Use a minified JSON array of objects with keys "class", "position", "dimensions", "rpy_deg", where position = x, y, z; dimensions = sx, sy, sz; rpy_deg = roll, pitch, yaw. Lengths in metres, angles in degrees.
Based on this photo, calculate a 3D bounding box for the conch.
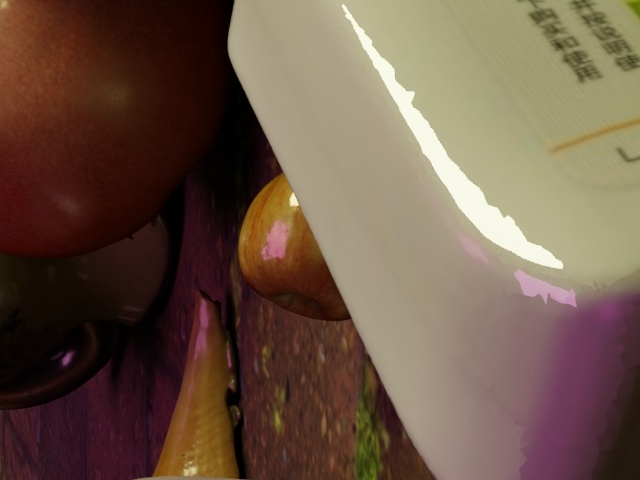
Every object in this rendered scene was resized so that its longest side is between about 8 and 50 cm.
[{"class":"conch","position":[-0.100,0.199,1.189],"dimensions":[0.109,0.093,0.330],"rpy_deg":[-169,79,-78]}]

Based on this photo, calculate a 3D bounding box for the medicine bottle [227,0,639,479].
[{"class":"medicine bottle","position":[0.074,-0.050,0.514],"dimensions":[0.324,0.179,0.124],"rpy_deg":[-116,29,-52]}]

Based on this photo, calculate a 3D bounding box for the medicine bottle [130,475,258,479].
[{"class":"medicine bottle","position":[-0.032,0.217,0.802],"dimensions":[0.388,0.219,0.219],"rpy_deg":[162,105,-69]}]

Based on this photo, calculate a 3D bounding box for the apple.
[{"class":"apple","position":[0.000,0.000,0.901],"dimensions":[0.071,0.084,0.084],"rpy_deg":[-70,12,-20]}]

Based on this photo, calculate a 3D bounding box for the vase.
[{"class":"vase","position":[-0.263,0.033,1.437],"dimensions":[0.329,0.302,0.241],"rpy_deg":[83,172,-52]}]

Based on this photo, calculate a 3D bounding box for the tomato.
[{"class":"tomato","position":[-0.182,-0.115,1.173],"dimensions":[0.256,0.224,0.256],"rpy_deg":[-26,52,38]}]
